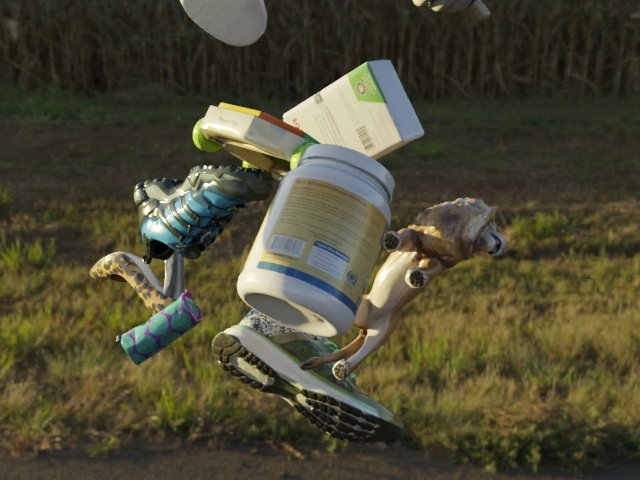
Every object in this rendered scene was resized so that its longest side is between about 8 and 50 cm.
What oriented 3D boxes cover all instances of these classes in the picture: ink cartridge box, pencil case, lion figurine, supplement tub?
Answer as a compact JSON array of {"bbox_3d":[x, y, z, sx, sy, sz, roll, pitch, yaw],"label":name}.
[{"bbox_3d":[0.059,-0.219,1.539,0.219,0.160,0.093,-25,0,37],"label":"ink cartridge box"},{"bbox_3d":[-0.285,0.156,1.456,0.152,0.064,0.070,-34,44,8],"label":"pencil case"},{"bbox_3d":[0.136,0.077,1.398,0.142,0.392,0.240,51,26,11],"label":"lion figurine"},{"bbox_3d":[0.000,0.000,0.975,0.144,0.199,0.144,20,-19,7],"label":"supplement tub"}]

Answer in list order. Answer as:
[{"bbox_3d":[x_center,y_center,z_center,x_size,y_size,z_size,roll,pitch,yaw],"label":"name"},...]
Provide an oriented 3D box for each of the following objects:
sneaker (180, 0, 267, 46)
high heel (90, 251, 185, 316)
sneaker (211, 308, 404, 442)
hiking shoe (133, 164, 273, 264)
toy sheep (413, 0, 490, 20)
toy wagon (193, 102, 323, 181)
[{"bbox_3d":[-0.125,-0.297,0.836,0.080,0.212,0.094,-36,12,24],"label":"sneaker"},{"bbox_3d":[-0.393,0.118,1.714,0.261,0.186,0.093,-9,-14,29],"label":"high heel"},{"bbox_3d":[0.001,0.245,1.607,0.410,0.158,0.182,32,54,-2],"label":"sneaker"},{"bbox_3d":[-0.173,-0.039,1.243,0.113,0.132,0.304,0,-6,-41],"label":"hiking shoe"},{"bbox_3d":[0.107,-0.251,0.738,0.132,0.091,0.091,39,15,-11],"label":"toy sheep"},{"bbox_3d":[-0.035,-0.113,1.305,0.267,0.068,0.344,21,-5,44],"label":"toy wagon"}]
